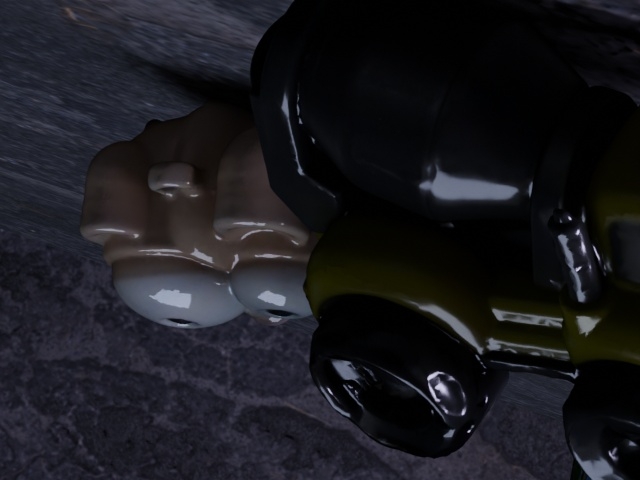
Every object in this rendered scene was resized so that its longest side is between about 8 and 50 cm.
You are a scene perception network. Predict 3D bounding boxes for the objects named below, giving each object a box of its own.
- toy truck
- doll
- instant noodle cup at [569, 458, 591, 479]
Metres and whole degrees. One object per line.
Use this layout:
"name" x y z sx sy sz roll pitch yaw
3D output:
"toy truck" 0.085 -0.012 0.687 0.224 0.147 0.165 15 145 37
"doll" -0.001 0.000 1.078 0.154 0.119 0.278 -7 163 43
"instant noodle cup" 0.220 0.089 0.899 0.240 0.178 0.240 18 173 2
